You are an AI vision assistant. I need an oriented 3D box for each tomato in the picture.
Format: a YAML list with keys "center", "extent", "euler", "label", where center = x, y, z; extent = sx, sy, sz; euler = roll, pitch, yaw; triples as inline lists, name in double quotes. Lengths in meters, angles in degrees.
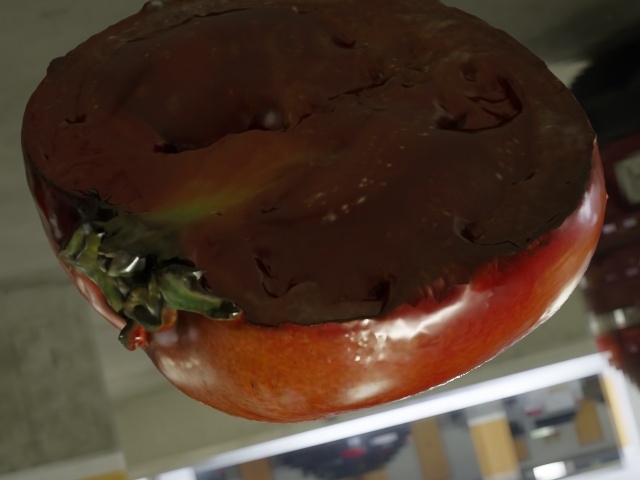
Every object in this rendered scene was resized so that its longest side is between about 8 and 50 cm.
- center: [0.000, 0.000, 0.472]
  extent: [0.159, 0.091, 0.139]
  euler: [27, -130, 35]
  label: "tomato"
